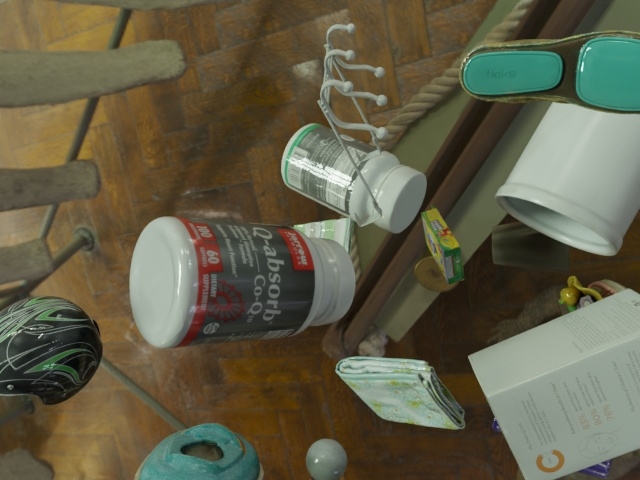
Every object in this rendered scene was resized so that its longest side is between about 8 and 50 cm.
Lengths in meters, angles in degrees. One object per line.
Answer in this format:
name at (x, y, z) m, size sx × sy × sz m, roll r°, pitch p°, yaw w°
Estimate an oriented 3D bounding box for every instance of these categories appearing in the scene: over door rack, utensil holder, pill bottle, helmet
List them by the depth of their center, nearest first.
helmet at (-0.448, 0.169, 0.843) m, size 0.169 × 0.161 × 0.169 m, roll -7°, pitch 58°, yaw 12°
pill bottle at (-0.126, 0.072, 0.942) m, size 0.210 × 0.363 × 0.210 m, roll -4°, pitch 85°, yaw 49°
over door rack at (0.087, -0.229, 1.048) m, size 0.108 × 0.239 × 0.324 m, roll -8°, pitch 134°, yaw 14°
utensil holder at (0.694, -0.205, 1.375) m, size 0.328 × 0.327 × 0.385 m, roll 29°, pitch 92°, yaw 12°
pill bottle at (0.087, -0.167, 1.437) m, size 0.361 × 0.204 × 0.204 m, roll 29°, pitch 113°, yaw 28°

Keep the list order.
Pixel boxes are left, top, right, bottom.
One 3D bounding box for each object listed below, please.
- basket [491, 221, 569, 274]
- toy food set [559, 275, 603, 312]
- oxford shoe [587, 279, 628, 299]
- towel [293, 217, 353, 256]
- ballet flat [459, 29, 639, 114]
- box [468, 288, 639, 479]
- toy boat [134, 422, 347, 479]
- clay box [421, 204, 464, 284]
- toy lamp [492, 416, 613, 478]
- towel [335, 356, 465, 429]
basket at (0.677, 0.011, 1.715) m, size 0.227 × 0.154 × 0.204 m, roll -1°, pitch 110°, yaw 23°
toy food set at (0.642, 0.192, 1.266) m, size 0.071 × 0.128 × 0.218 m, roll -35°, pitch 84°, yaw -2°
oxford shoe at (0.849, 0.225, 1.308) m, size 0.397 × 0.146 × 0.140 m, roll 45°, pitch 157°, yaw 19°
towel at (0.000, 0.000, 1.244) m, size 0.152 × 0.113 × 0.023 m, roll -6°, pitch 145°, yaw 21°
ballet flat at (0.404, -0.272, 0.849) m, size 0.349 × 0.123 × 0.123 m, roll 10°, pitch 108°, yaw 25°
box at (0.496, 0.275, 1.007) m, size 0.345 × 0.168 × 0.215 m, roll -25°, pitch 102°, yaw 9°
toy boat at (-0.122, 0.369, 0.857) m, size 0.318 × 0.267 × 0.148 m, roll 11°, pitch 89°, yaw 0°
clay box at (0.343, 0.005, 1.521) m, size 0.053 × 0.222 × 0.127 m, roll -18°, pitch 126°, yaw 1°
toy lamp at (0.574, 0.504, 1.326) m, size 0.275 × 0.080 × 0.080 m, roll 15°, pitch 110°, yaw 37°
towel at (0.273, 0.525, 1.816) m, size 0.374 × 0.090 × 0.320 m, roll -7°, pitch 129°, yaw 42°
